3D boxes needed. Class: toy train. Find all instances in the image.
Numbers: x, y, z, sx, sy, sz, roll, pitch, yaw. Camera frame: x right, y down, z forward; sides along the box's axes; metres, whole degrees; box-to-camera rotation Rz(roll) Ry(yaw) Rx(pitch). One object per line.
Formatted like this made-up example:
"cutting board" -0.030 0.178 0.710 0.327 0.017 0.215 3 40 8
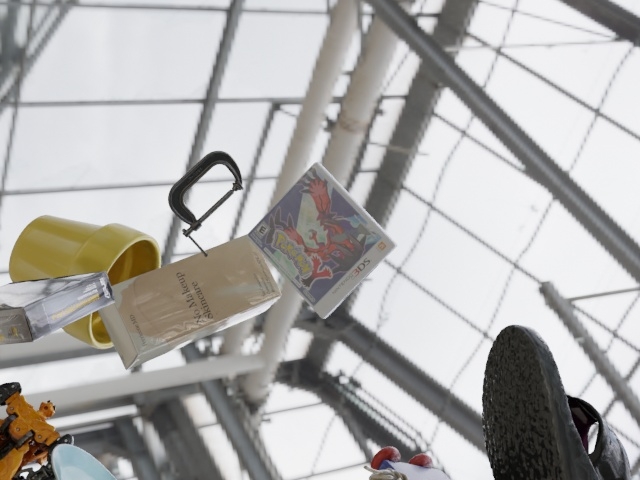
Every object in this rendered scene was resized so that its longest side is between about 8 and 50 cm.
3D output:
"toy train" 0.075 0.339 1.360 0.105 0.248 0.143 42 -79 36

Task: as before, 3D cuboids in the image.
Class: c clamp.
"c clamp" -0.193 -0.072 1.911 0.160 0.137 0.022 -48 -149 -3

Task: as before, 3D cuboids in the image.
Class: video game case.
"video game case" 0.000 0.000 1.878 0.201 0.023 0.183 47 -75 11

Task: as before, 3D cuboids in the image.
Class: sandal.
"sandal" 0.291 0.298 1.237 0.167 0.107 0.445 119 -36 -46

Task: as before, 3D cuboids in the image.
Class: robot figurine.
"robot figurine" -0.559 0.375 1.846 0.211 0.291 0.085 42 -24 14

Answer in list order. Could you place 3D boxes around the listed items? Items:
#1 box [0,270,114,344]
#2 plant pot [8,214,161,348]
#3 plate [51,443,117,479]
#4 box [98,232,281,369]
"box" -0.467 0.109 1.721 0.231 0.183 0.056 -8 -77 33
"plant pot" -0.494 0.062 2.261 0.239 0.254 0.254 23 -61 17
"plate" -0.322 0.370 1.570 0.024 0.188 0.188 -40 -129 4
"box" -0.250 0.114 2.092 0.148 0.311 0.121 62 -29 8
